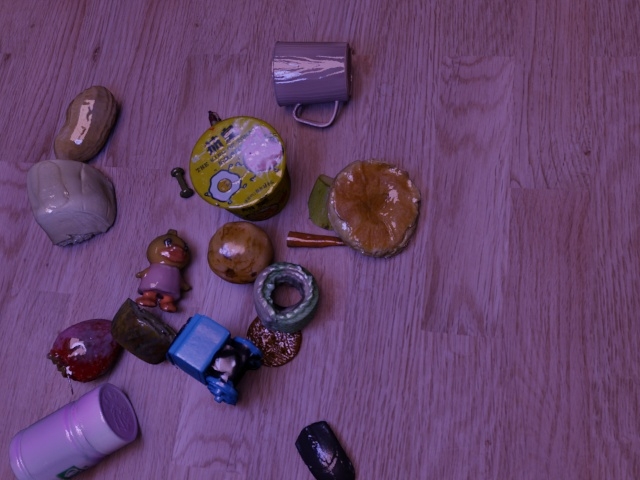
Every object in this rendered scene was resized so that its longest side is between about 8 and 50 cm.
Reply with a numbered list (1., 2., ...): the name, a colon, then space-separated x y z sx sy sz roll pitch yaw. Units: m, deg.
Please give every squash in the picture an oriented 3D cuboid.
1. squash: 0.038 -0.134 1.873 0.191 0.085 0.184 22 78 17

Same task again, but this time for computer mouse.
1. computer mouse: 0.016 0.649 1.646 0.122 0.073 0.217 -36 69 -1

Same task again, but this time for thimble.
1. thimble: -0.113 0.182 1.753 0.218 0.150 0.219 1 64 -1

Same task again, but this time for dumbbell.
1. dumbbell: -0.506 -0.211 2.014 0.046 0.052 0.118 -38 67 27

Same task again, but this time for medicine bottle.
1. medicine bottle: -0.769 0.616 1.728 0.325 0.212 0.212 -31 70 1

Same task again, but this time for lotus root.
1. lotus root: -0.569 0.305 1.788 0.235 0.138 0.119 40 92 -11

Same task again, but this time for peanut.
1. peanut: -0.896 -0.431 2.098 0.174 0.158 0.340 19 81 -6

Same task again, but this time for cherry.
1. cherry: -0.761 0.355 1.826 0.249 0.175 0.192 -39 80 -15

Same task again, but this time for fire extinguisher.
1. fire extinguisher: -0.385 -0.422 2.066 0.048 0.035 0.173 -22 74 7

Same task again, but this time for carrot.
1. carrot: 0.000 0.000 1.860 0.224 0.057 0.057 2 74 8

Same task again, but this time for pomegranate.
1. pomegranate: -0.264 0.036 1.825 0.215 0.215 0.216 -3 73 10

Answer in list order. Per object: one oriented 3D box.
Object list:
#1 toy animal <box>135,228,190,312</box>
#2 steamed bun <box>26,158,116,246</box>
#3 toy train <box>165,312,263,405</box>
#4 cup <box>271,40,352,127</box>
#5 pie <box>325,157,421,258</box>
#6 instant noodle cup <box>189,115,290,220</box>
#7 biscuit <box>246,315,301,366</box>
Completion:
1. toy animal: -0.527 0.097 1.875 0.169 0.195 0.282 -1 73 52
2. steamed bun: -0.888 -0.155 1.986 0.272 0.273 0.291 -24 74 -14
3. toy train: -0.324 0.362 1.682 0.265 0.300 0.188 31 66 4
4. cup: -0.031 -0.564 1.952 0.272 0.208 0.289 0 72 9
5. pie: 0.176 -0.112 1.806 0.339 0.083 0.340 1 80 -9
6. instant noodle cup: -0.246 -0.216 1.860 0.325 0.254 0.326 -3 73 9
7. biscuit: -0.154 0.318 1.802 0.187 0.027 0.188 -3 73 10
